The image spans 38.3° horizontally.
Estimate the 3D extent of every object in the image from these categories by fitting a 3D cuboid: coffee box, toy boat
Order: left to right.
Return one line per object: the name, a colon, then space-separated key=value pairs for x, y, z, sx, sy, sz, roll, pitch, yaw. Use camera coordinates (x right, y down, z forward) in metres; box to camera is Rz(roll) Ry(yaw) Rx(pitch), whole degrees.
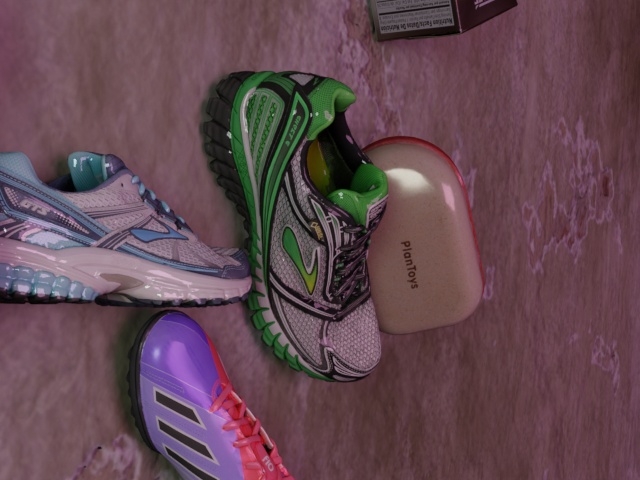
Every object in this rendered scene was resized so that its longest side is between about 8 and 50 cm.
toy boat: x=0.103 y=-0.014 z=1.082 sx=0.151 sy=0.151 sz=0.231 roll=-82 pitch=160 yaw=-65
coffee box: x=0.128 y=-0.400 z=1.082 sx=0.168 sy=0.118 sz=0.297 roll=-36 pitch=120 yaw=-48

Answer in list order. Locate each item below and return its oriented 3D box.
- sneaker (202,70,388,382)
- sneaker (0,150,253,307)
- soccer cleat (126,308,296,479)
sneaker: x=0.000 y=0.000 z=0.908 sx=0.134 sy=0.146 sz=0.344 roll=-45 pitch=127 yaw=-43
sneaker: x=-0.152 y=-0.008 z=0.732 sx=0.283 sy=0.110 sz=0.122 roll=8 pitch=82 yaw=-54
soccer cleat: x=-0.076 y=0.202 z=0.839 sx=0.108 sy=0.116 sz=0.318 roll=-41 pitch=124 yaw=-45
